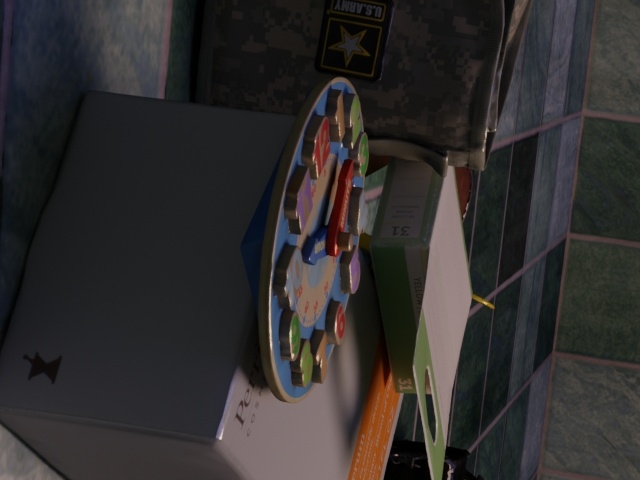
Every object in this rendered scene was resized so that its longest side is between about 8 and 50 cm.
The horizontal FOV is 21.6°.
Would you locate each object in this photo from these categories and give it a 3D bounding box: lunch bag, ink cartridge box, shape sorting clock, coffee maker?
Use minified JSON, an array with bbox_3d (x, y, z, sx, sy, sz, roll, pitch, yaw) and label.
[{"bbox_3d":[0.046,-0.197,1.328,0.169,0.235,0.287,80,23,-61],"label":"lunch bag"},{"bbox_3d":[0.073,0.064,1.301,0.235,0.056,0.171,-74,159,-44],"label":"ink cartridge box"},{"bbox_3d":[0.000,0.000,1.049,0.206,0.040,0.206,6,90,-72],"label":"shape sorting clock"},{"bbox_3d":[0.112,0.346,2.094,0.171,0.120,0.178,7,90,-51],"label":"coffee maker"}]

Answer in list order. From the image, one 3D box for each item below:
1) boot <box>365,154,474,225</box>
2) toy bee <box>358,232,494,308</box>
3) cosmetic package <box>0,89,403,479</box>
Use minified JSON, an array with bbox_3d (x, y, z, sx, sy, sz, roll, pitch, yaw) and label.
[{"bbox_3d":[0.094,-0.093,1.814,0.280,0.096,0.264,-30,133,-66],"label":"boot"},{"bbox_3d":[0.080,0.050,1.631,0.162,0.195,0.298,141,-47,-66],"label":"toy bee"},{"bbox_3d":[-0.063,0.102,1.240,0.453,0.162,0.230,63,38,-63],"label":"cosmetic package"}]
